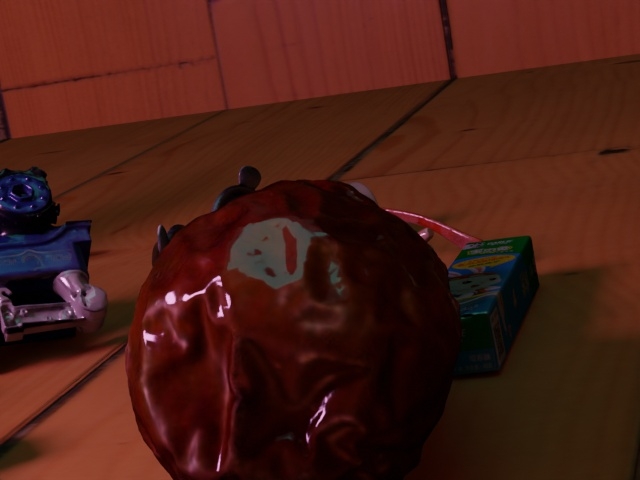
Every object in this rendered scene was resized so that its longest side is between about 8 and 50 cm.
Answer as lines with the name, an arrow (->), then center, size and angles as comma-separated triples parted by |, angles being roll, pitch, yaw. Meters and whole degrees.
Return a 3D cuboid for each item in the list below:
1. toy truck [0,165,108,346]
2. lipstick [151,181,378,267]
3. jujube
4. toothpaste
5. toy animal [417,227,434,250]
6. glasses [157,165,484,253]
toy truck -> -0.318, 0.047, 1.511 | 0.213, 0.161, 0.177 | -7, 46, -22
lipstick -> -0.053, 0.000, 1.687 | 0.254, 0.070, 0.070 | -18, 14, -35
jujube -> -0.005, 0.058, 1.057 | 0.216, 0.216, 0.342 | -7, 4, 11
toothpaste -> 0.133, 0.051, 1.333 | 0.065, 0.050, 0.266 | -9, 10, 17
toy animal -> 0.039, 0.044, 1.290 | 0.083, 0.089, 0.150 | -6, -37, -53
glasses -> 0.000, 0.000, 1.499 | 0.268, 0.118, 0.234 | -5, 16, 24
